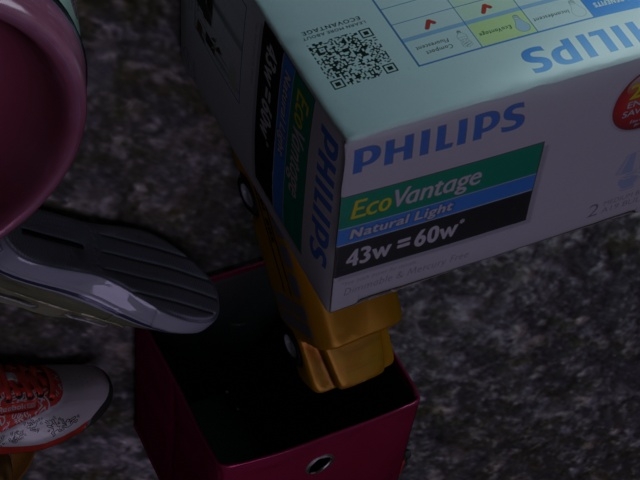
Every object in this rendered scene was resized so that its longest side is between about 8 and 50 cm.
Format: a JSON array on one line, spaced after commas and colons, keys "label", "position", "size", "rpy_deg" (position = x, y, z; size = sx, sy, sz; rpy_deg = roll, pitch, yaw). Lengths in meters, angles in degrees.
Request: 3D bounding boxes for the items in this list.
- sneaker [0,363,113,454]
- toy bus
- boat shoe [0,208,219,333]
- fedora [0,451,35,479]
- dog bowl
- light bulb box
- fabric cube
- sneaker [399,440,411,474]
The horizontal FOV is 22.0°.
[{"label": "sneaker", "position": [-0.362, 0.171, 1.840], "size": [0.270, 0.090, 0.145], "rpy_deg": [-14, 144, -17]}, {"label": "toy bus", "position": [0.000, 0.000, 1.748], "size": [0.108, 0.130, 0.332], "rpy_deg": [-21, 106, -18]}, {"label": "boat shoe", "position": [-0.245, 0.040, 1.774], "size": [0.302, 0.109, 0.094], "rpy_deg": [22, 136, -38]}, {"label": "fedora", "position": [-0.418, 0.293, 1.958], "size": [0.194, 0.079, 0.194], "rpy_deg": [-19, 143, -16]}, {"label": "dog bowl", "position": [-0.384, -0.125, 1.418], "size": [0.408, 0.150, 0.408], "rpy_deg": [-20, 143, -15]}, {"label": "light bulb box", "position": [0.096, -0.175, 1.514], "size": [0.358, 0.361, 0.225], "rpy_deg": [-17, 142, -17]}, {"label": "fabric cube", "position": [-0.063, 0.205, 1.948], "size": [0.254, 0.259, 0.258], "rpy_deg": [-16, 143, -21]}, {"label": "sneaker", "position": [0.046, 0.318, 2.299], "size": [0.135, 0.097, 0.276], "rpy_deg": [-18, 144, -20]}]
